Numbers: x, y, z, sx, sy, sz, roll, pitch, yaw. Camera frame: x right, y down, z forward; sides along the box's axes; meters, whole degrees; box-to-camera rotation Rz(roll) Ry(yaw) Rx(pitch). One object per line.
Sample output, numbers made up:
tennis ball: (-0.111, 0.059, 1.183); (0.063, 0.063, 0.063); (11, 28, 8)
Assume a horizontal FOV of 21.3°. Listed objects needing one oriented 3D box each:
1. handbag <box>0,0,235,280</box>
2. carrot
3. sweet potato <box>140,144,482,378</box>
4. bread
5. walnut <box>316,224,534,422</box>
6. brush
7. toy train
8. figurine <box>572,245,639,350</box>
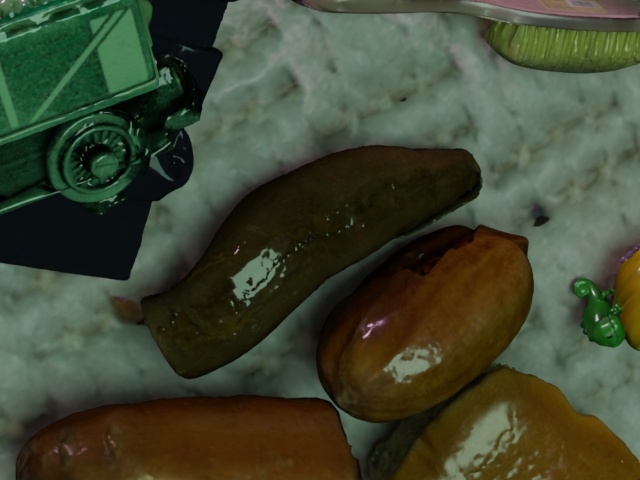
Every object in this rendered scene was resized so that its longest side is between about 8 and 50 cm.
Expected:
handbag: (-0.205, -0.142, 1.035); (0.329, 0.122, 0.303); (10, 111, -32)
carrot: (-0.096, 0.175, 1.165); (0.225, 0.159, 0.159); (9, 99, -25)
sweet potato: (-0.004, -0.004, 1.212); (0.285, 0.085, 0.112); (-33, 149, -26)
bread: (0.151, 0.198, 1.307); (0.245, 0.121, 0.174); (41, 83, -30)
walnut: (0.081, 0.054, 1.235); (0.207, 0.115, 0.116); (-38, 116, -25)
brush: (0.118, -0.155, 1.234); (0.312, 0.072, 0.067); (0, 117, -24)
toy train: (-0.202, -0.069, 0.939); (0.269, 0.115, 0.154); (-22, 124, -11)
figurine: (0.274, 0.029, 1.352); (0.156, 0.115, 0.095); (-18, 145, 0)
